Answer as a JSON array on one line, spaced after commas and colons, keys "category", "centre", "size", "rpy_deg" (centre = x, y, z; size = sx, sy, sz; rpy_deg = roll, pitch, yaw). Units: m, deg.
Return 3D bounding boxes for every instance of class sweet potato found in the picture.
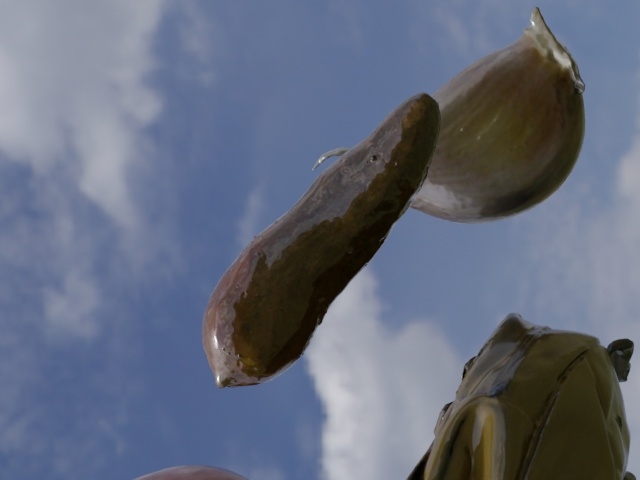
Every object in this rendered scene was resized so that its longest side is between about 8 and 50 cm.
[{"category": "sweet potato", "centre": [0.000, -0.001, 1.480], "size": [0.292, 0.097, 0.097], "rpy_deg": [-53, -33, 1]}]

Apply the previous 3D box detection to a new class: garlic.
[{"category": "garlic", "centre": [0.142, -0.079, 1.726], "size": [0.148, 0.267, 0.128], "rpy_deg": [58, 180, 14]}]

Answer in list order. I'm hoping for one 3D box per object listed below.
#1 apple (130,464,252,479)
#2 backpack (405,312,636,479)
[{"category": "apple", "centre": [-0.138, 0.355, 1.821], "size": [0.216, 0.260, 0.260], "rpy_deg": [-56, -45, -60]}, {"category": "backpack", "centre": [0.178, 0.243, 1.571], "size": [0.353, 0.201, 0.378], "rpy_deg": [82, -157, -58]}]
